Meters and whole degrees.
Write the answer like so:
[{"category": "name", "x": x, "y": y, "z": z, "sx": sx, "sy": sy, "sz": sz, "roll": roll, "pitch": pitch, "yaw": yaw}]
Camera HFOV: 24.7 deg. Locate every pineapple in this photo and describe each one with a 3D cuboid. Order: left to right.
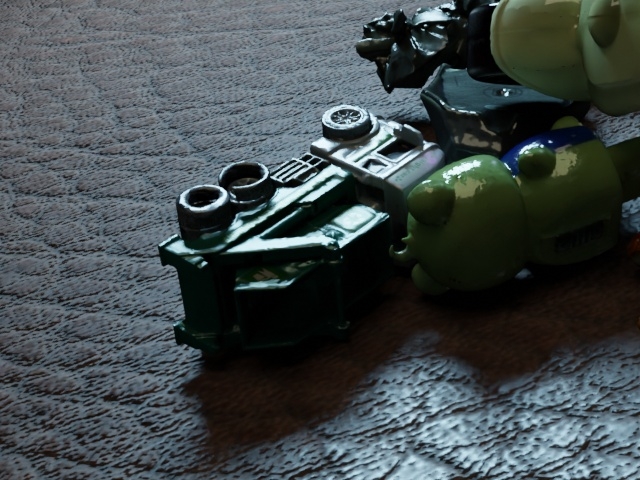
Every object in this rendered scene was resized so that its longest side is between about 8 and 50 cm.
[{"category": "pineapple", "x": 0.149, "y": -0.183, "z": 1.261, "sx": 0.237, "sy": 0.119, "sz": 0.111, "roll": -14, "pitch": 58, "yaw": 7}]

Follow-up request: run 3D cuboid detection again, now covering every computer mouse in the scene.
[{"category": "computer mouse", "x": 0.142, "y": -0.089, "z": 1.130, "sx": 0.126, "sy": 0.071, "sz": 0.231, "roll": 2, "pitch": 18, "yaw": 7}]

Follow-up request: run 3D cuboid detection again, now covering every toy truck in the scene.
[{"category": "toy truck", "x": 0.000, "y": 0.000, "z": 0.996, "sx": 0.116, "sy": 0.110, "sz": 0.216, "roll": 26, "pitch": 45, "yaw": 37}]

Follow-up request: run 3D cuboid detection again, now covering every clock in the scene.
[{"category": "clock", "x": 0.294, "y": -0.137, "z": 0.949, "sx": 0.379, "sy": 0.120, "sz": 0.276, "roll": -1, "pitch": 0, "yaw": 0}]

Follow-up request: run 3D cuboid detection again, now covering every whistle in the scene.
[{"category": "whistle", "x": 0.150, "y": -0.030, "z": 0.966, "sx": 0.227, "sy": 0.105, "sz": 0.085, "roll": -20, "pitch": 52, "yaw": -9}]

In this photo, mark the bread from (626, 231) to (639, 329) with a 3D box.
[{"category": "bread", "x": 0.309, "y": -0.017, "z": 0.857, "sx": 0.269, "sy": 0.095, "sz": 0.139, "roll": -14, "pitch": 20, "yaw": 8}]
